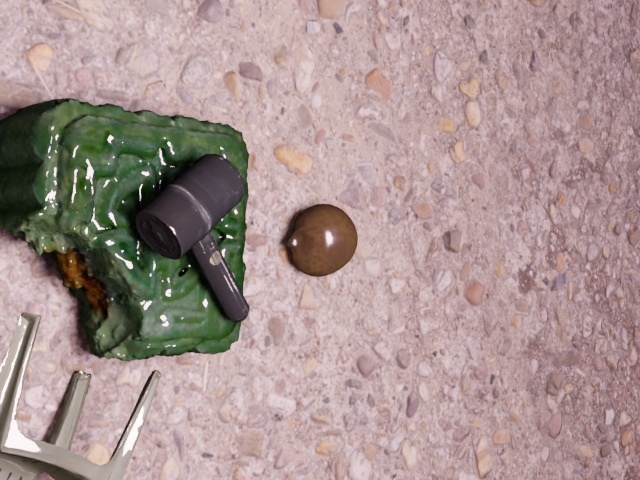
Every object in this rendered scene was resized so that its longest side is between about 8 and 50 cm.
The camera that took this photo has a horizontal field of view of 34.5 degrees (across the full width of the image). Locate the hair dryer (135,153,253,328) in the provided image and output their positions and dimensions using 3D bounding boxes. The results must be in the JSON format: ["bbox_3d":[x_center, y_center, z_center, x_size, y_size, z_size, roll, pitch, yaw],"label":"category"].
[{"bbox_3d":[-0.121,0.017,1.221,0.124,0.072,0.219,-44,125,-33],"label":"hair dryer"}]

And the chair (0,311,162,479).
[{"bbox_3d":[-0.340,0.250,1.176,0.203,0.191,0.274,34,60,-33],"label":"chair"}]

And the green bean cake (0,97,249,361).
[{"bbox_3d":[-0.239,-0.007,1.262,0.300,0.169,0.307,2,88,-40],"label":"green bean cake"}]

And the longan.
[{"bbox_3d":[0.000,0.000,1.512,0.113,0.092,0.113,-9,111,-25],"label":"longan"}]
